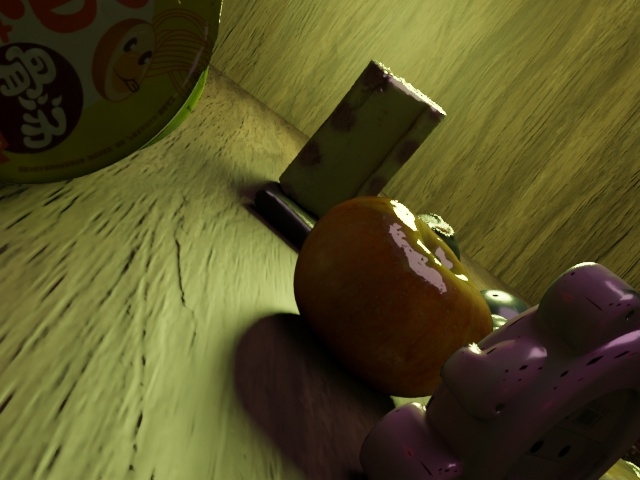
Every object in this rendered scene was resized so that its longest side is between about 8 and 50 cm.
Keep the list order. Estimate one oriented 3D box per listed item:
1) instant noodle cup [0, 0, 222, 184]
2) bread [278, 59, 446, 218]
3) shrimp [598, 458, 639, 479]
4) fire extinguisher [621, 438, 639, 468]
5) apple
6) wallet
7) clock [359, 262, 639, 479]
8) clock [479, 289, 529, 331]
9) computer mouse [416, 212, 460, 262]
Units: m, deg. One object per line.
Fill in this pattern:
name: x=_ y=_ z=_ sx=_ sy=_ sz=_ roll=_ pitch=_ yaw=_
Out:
instant noodle cup: x=-0.233 y=-0.197 z=0.583 sx=0.311 sy=0.311 sz=0.221 roll=37 pitch=1 yaw=-4
bread: x=0.079 y=-0.192 z=1.338 sx=0.187 sy=0.338 sz=0.155 roll=34 pitch=18 yaw=-18
shrimp: x=0.543 y=0.418 z=0.964 sx=0.446 sy=0.110 sz=0.221 roll=28 pitch=6 yaw=-26
fire extinguisher: x=0.565 y=0.372 z=1.211 sx=0.269 sy=0.105 sz=0.105 roll=36 pitch=11 yaw=-6
apple: x=0.075 y=0.067 z=0.718 sx=0.210 sy=0.173 sz=0.235 roll=33 pitch=20 yaw=-44
wallet: x=0.000 y=0.000 z=1.070 sx=0.250 sy=0.044 sz=0.149 roll=41 pitch=8 yaw=17
clock: x=0.178 y=0.142 z=0.522 sx=0.227 sy=0.248 sz=0.090 roll=28 pitch=17 yaw=-43
clock: x=0.269 y=0.169 z=0.981 sx=0.199 sy=0.146 sz=0.243 roll=49 pitch=16 yaw=0
computer mouse: x=0.161 y=0.052 z=1.009 sx=0.116 sy=0.183 sz=0.323 roll=10 pitch=10 yaw=8
